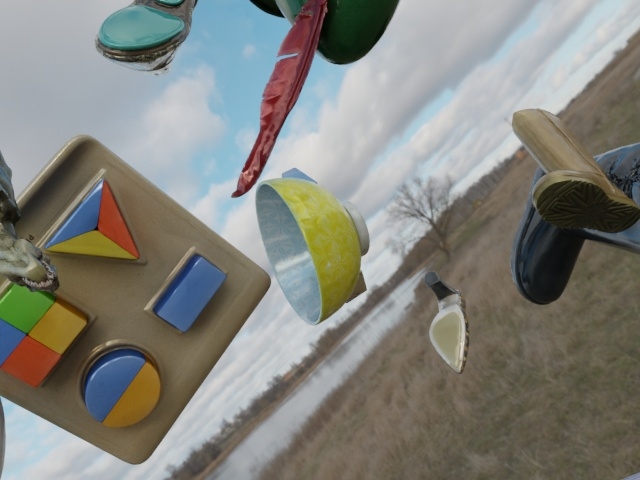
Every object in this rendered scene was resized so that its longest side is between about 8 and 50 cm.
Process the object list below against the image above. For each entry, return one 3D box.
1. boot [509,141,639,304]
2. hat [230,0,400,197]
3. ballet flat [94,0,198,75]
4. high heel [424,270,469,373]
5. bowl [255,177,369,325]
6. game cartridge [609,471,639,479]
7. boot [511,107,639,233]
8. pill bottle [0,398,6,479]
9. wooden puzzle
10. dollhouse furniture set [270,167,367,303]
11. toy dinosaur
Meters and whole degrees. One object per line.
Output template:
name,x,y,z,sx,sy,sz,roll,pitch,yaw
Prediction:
boot,0.571,-0.007,1.051,0.445,0.146,0.368,-142,56,-81
hat,0.031,-0.160,0.399,0.172,0.184,0.208,-3,-21,-42
ballet flat,-0.379,-0.506,1.213,0.182,0.163,0.483,113,170,-51
high heel,0.332,0.216,1.234,0.093,0.262,0.186,-26,-42,23
bowl,0.000,0.000,0.987,0.155,0.290,0.289,-21,-18,-20
game cartridge,0.623,0.456,0.953,0.354,0.068,0.230,-19,-32,-4
boot,0.401,-0.139,0.893,0.236,0.270,0.089,15,-49,-31
pill bottle,-0.457,0.211,0.472,0.263,0.146,0.146,-5,-23,-15
wooden puzzle,-0.264,0.089,0.663,0.322,0.347,0.080,-55,26,-14
dollhouse furniture set,-0.061,0.003,1.360,0.198,0.303,0.287,-27,-54,-15
toy dinosaur,-0.267,-0.072,0.363,0.064,0.268,0.118,-31,-24,3
